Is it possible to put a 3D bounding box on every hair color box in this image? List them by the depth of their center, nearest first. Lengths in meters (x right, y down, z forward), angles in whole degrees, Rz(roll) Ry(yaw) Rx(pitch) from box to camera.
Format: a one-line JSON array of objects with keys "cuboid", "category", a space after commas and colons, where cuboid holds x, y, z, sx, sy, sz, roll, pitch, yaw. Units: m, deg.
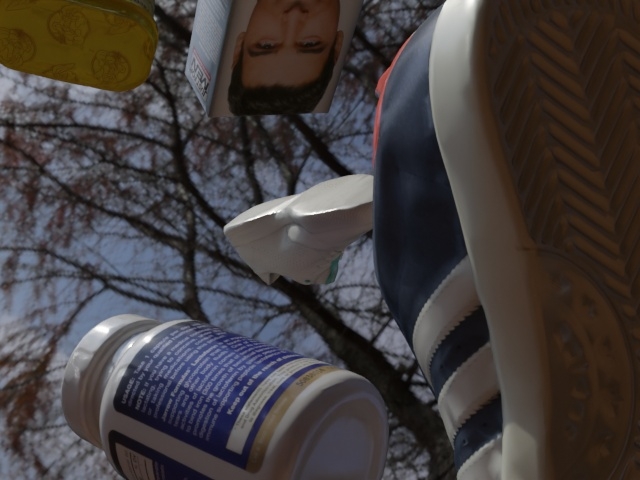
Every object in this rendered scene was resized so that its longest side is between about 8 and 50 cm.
[{"cuboid": [-0.041, -0.339, 1.075, 0.114, 0.185, 0.375, 60, -35, 37], "category": "hair color box"}]

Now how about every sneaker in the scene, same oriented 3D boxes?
[{"cuboid": [0.097, 0.062, 0.391, 0.148, 0.131, 0.350, 176, -93, -69], "category": "sneaker"}, {"cuboid": [0.000, 0.000, 0.818, 0.212, 0.080, 0.094, -11, -69, 50], "category": "sneaker"}]

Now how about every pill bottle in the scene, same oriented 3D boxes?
[{"cuboid": [-0.088, 0.152, 0.723, 0.264, 0.153, 0.153, 14, -44, 36], "category": "pill bottle"}]

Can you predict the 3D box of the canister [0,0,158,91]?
[{"cuboid": [-0.192, -0.207, 0.693, 0.126, 0.170, 0.073, 10, -45, -17], "category": "canister"}]
